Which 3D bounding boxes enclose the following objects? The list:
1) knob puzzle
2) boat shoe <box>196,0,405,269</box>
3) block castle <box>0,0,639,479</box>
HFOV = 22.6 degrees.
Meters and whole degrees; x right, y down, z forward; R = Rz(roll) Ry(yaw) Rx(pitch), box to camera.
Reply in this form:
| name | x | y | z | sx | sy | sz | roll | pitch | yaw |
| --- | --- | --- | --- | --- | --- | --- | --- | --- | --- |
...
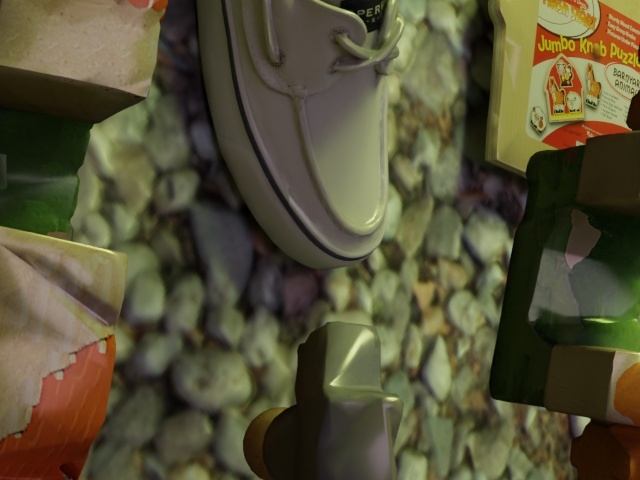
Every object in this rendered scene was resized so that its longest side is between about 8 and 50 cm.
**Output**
| name | x | y | z | sx | sy | sz | roll | pitch | yaw |
| --- | --- | --- | --- | --- | --- | --- | --- | --- | --- |
| knob puzzle | 0.162 | -0.121 | 1.012 | 0.213 | 0.030 | 0.213 | 3 | 86 | -45 |
| boat shoe | -0.001 | -0.116 | 0.804 | 0.096 | 0.088 | 0.267 | -17 | 99 | -45 |
| block castle | 0.000 | 0.000 | 0.645 | 0.303 | 0.213 | 0.453 | 11 | 85 | -18 |
